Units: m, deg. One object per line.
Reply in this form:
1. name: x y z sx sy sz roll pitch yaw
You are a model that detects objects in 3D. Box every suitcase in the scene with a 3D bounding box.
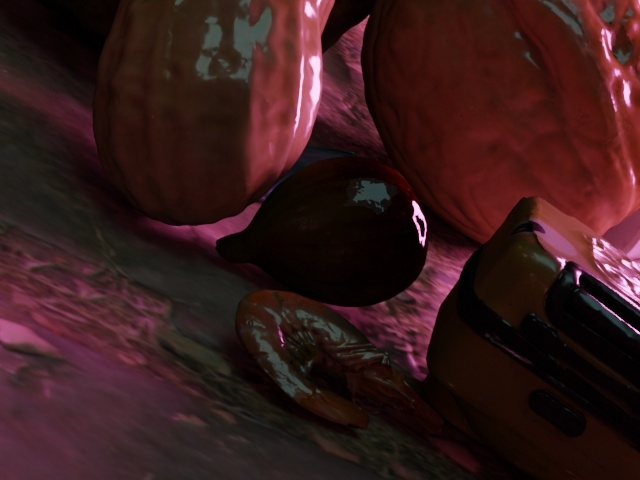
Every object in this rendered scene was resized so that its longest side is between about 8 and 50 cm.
1. suitcase: 0.174 0.082 1.315 0.194 0.143 0.235 36 15 0

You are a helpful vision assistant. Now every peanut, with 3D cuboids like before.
1. peanut: -0.065 -0.160 1.382 0.174 0.158 0.340 28 63 -34

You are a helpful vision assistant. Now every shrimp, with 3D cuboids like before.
1. shrimp: 0.014 0.086 1.221 0.162 0.045 0.095 35 17 -8

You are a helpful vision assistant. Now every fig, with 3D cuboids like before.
1. fig: 0.000 0.000 1.352 0.154 0.103 0.109 -15 83 -18

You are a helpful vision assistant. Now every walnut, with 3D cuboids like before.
1. walnut: 0.180 -0.147 1.680 0.313 0.277 0.252 58 14 -4

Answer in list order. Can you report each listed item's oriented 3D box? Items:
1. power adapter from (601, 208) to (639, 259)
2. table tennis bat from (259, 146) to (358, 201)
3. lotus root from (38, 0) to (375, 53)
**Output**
1. power adapter: 0.351 -0.078 1.924 0.124 0.187 0.255 41 22 23
2. table tennis bat: -0.040 -0.069 1.548 0.201 0.033 0.124 8 35 -46
3. lotus root: -0.114 -0.263 1.621 0.250 0.250 0.346 40 25 24
